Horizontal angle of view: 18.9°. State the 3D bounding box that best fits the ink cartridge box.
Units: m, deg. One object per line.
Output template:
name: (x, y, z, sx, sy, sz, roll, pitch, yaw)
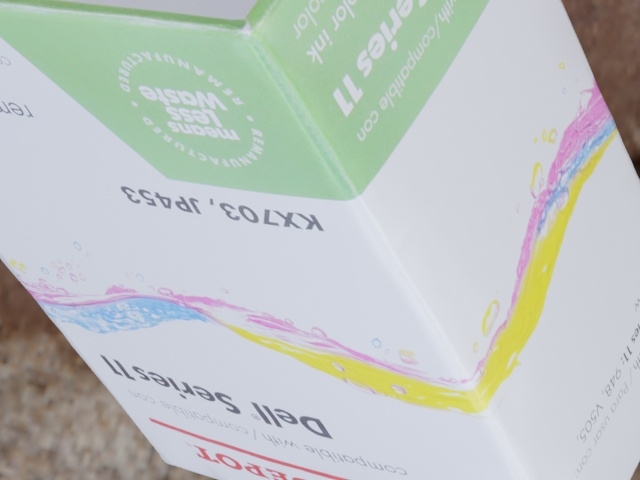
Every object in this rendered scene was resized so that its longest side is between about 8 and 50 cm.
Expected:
ink cartridge box: (0.000, 0.000, 0.686, 0.207, 0.119, 0.353, 10, 148, 37)
